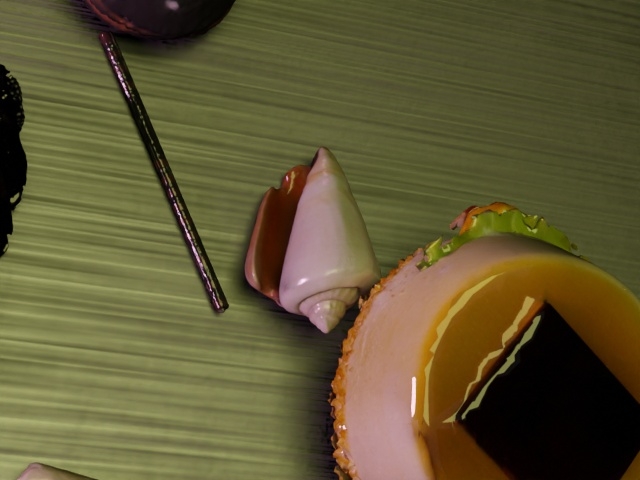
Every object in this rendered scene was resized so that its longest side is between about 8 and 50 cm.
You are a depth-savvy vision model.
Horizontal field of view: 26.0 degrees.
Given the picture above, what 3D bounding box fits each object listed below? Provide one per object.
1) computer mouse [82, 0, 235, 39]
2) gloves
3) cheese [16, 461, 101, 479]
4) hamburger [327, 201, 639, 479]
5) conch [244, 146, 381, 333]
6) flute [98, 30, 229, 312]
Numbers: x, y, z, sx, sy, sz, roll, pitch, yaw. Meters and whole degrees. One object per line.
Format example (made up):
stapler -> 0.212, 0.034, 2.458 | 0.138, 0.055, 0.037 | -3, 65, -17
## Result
computer mouse -> -0.164, -0.331, 1.216 | 0.183, 0.116, 0.323 | -16, 79, -28
gloves -> -0.291, -0.044, 1.085 | 0.129, 0.106, 0.180 | -3, 71, -22
cheese -> -0.151, 0.229, 1.087 | 0.194, 0.043, 0.065 | 22, 63, -10
hamburger -> 0.148, 0.128, 1.144 | 0.276, 0.179, 0.294 | 43, 73, -18
conch -> -0.008, -0.002, 1.181 | 0.094, 0.104, 0.176 | 8, 64, -50
flute -> -0.135, -0.061, 1.196 | 0.014, 0.014, 0.269 | -20, 82, -24
